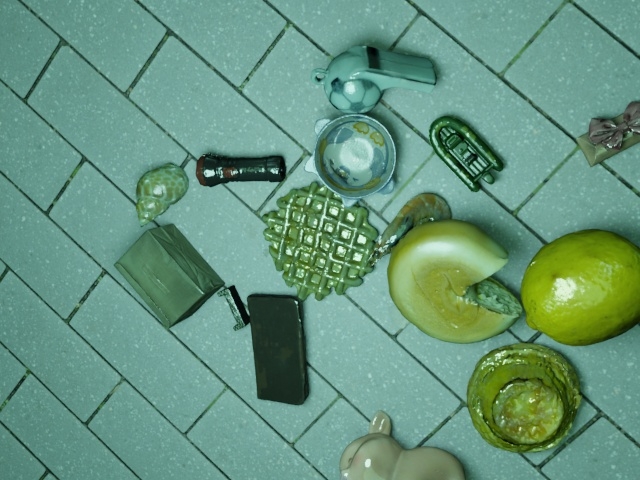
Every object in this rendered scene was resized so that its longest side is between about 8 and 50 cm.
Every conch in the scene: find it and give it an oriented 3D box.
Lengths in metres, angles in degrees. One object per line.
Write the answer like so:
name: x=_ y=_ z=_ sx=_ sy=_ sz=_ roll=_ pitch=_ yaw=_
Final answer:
conch: x=-0.445 y=-0.136 z=1.492 sx=0.173 sy=0.106 sz=0.116 roll=-32 pitch=109 yaw=1

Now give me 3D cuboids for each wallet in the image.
wallet: x=-0.115 y=0.298 z=1.492 sx=0.165 sy=0.042 sz=0.309 roll=-1 pitch=100 yaw=21

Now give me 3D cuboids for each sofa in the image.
sofa: x=-0.238 y=0.186 z=1.508 sx=0.039 sy=0.060 sz=0.118 roll=-25 pitch=91 yaw=11

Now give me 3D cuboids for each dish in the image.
dish: x=0.074 y=-0.207 z=1.364 sx=0.228 sy=0.086 sz=0.236 roll=-23 pitch=100 yaw=8

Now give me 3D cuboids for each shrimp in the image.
shrimp: x=0.227 y=-0.007 z=1.366 sx=0.251 sy=0.052 sz=0.143 roll=-43 pitch=99 yaw=6

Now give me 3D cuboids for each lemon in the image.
lemon: x=0.588 y=0.105 z=1.215 sx=0.284 sy=0.260 sz=0.260 roll=-34 pitch=89 yaw=44

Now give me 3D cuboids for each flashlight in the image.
flashlight: x=-0.208 y=-0.185 z=1.438 sx=0.232 sy=0.093 sz=0.093 roll=1 pitch=98 yaw=12

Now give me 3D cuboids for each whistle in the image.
whistle: x=0.116 y=-0.377 z=1.319 sx=0.289 sy=0.163 sz=0.163 roll=6 pitch=100 yaw=-14

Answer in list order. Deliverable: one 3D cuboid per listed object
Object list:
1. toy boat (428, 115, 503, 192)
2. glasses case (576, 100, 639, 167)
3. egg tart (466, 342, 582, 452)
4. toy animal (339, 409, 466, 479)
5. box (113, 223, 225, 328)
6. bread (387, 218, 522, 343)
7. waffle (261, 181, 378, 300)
toy boat: x=0.348 y=-0.214 z=1.325 sx=0.104 sy=0.052 sz=0.210 roll=-42 pitch=88 yaw=17
glasses case: x=0.686 y=-0.258 z=1.233 sx=0.193 sy=0.070 sz=0.102 roll=-29 pitch=89 yaw=15
egg tart: x=0.499 y=0.400 z=1.339 sx=0.294 sy=0.123 sz=0.294 roll=2 pitch=100 yaw=13
toy animal: x=0.206 y=0.604 z=1.392 sx=0.326 sy=0.269 sz=0.237 roll=5 pitch=101 yaw=-20
box: x=-0.410 y=0.093 z=1.486 sx=0.149 sy=0.155 sz=0.231 roll=-43 pitch=86 yaw=14
bread: x=0.312 y=0.094 z=1.300 sx=0.333 sy=0.160 sz=0.333 roll=10 pitch=124 yaw=15
waffle: x=0.000 y=0.000 z=1.431 sx=0.292 sy=0.056 sz=0.309 roll=-25 pitch=90 yaw=15
